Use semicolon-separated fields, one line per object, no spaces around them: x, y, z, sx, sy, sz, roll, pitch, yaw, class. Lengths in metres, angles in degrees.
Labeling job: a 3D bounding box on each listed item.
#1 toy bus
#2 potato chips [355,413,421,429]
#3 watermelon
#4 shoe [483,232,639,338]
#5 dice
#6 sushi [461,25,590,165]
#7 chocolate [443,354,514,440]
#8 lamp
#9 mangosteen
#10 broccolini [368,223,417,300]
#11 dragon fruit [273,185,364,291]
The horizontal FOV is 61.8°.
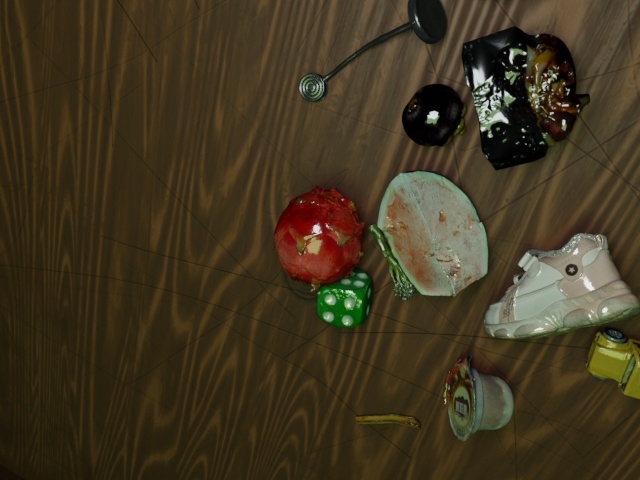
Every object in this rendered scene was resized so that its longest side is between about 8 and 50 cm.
0.791;0.311;1.206;0.336;0.123;0.121;14;117;15;toy bus
0.197;0.540;1.599;0.204;0.026;0.037;-5;124;23;potato chips
0.254;-0.029;1.238;0.224;0.180;0.305;-24;100;14;watermelon
0.524;0.114;1.216;0.351;0.172;0.197;-26;64;47;shoe
0.066;0.150;1.418;0.129;0.131;0.120;10;116;17;dice
0.412;-0.282;1.069;0.213;0.215;0.226;-12;87;21;sushi
0.422;0.409;1.389;0.147;0.221;0.221;0;115;-9;chocolate
0.088;-0.417;1.174;0.372;0.108;0.130;-15;103;27;lamp
0.259;-0.268;1.173;0.152;0.137;0.137;17;124;-25;mangosteen
0.180;0.056;1.390;0.067;0.058;0.216;-32;91;-5;broccolini
-0.002;-0.010;1.324;0.241;0.241;0.252;42;127;0;dragon fruit
